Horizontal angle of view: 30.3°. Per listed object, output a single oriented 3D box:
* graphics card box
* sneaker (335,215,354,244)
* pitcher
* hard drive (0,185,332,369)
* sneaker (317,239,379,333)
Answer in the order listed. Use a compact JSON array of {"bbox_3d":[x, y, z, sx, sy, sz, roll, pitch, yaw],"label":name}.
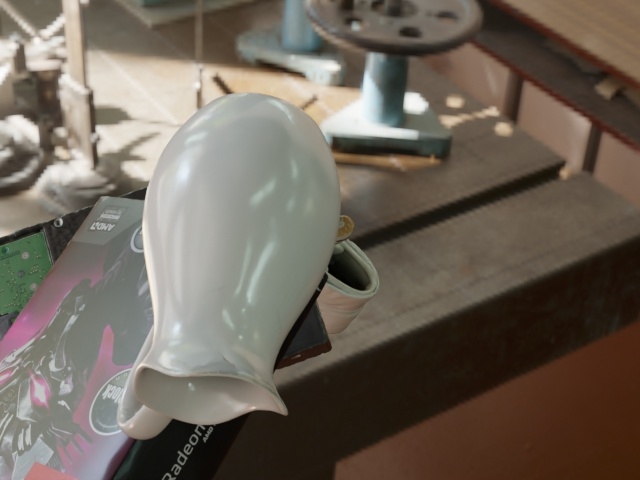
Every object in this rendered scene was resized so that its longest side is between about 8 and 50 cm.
[{"bbox_3d":[-0.177,0.139,0.924,0.233,0.094,0.371,8,58,45],"label":"graphics card box"},{"bbox_3d":[0.000,0.000,1.381,0.083,0.037,0.032,-16,65,-12],"label":"sneaker"},{"bbox_3d":[-0.071,0.021,0.767,0.125,0.178,0.207,26,57,-28],"label":"pitcher"},{"bbox_3d":[-0.182,0.063,1.291,0.339,0.064,0.236,-19,73,0],"label":"hard drive"},{"bbox_3d":[-0.049,0.008,1.693,0.293,0.169,0.108,32,60,-5],"label":"sneaker"}]
